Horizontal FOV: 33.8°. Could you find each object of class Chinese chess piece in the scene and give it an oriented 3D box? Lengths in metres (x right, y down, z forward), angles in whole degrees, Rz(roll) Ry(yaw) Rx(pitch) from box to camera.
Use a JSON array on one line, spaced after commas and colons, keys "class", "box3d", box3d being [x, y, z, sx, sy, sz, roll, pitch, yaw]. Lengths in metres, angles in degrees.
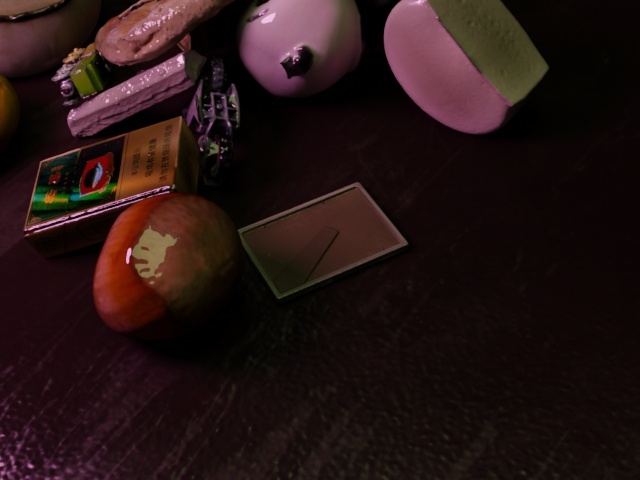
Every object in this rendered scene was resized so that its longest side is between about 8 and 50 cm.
[{"class": "Chinese chess piece", "box3d": [-0.558, -0.441, 1.832, 0.349, 0.146, 0.349, 5, 52, -6]}]

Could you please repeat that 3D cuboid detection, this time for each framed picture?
[{"class": "framed picture", "box3d": [0.000, 0.000, 1.474, 0.203, 0.015, 0.150, -23, 48, -16]}]

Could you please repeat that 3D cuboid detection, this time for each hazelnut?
[{"class": "hazelnut", "box3d": [-0.204, 0.032, 1.360, 0.214, 0.176, 0.214, -25, 19, 9]}]

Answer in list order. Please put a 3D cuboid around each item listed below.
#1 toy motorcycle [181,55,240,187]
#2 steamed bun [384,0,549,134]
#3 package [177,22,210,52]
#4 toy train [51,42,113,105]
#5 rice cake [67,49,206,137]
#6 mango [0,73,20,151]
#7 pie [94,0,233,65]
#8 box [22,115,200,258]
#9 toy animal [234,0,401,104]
[{"class": "toy motorcycle", "box3d": [-0.171, -0.175, 1.607, 0.080, 0.122, 0.215, 5, 57, -21]}, {"class": "steamed bun", "box3d": [0.208, -0.279, 1.599, 0.242, 0.164, 0.146, 49, 56, -7]}, {"class": "package", "box3d": [-0.242, -0.383, 1.837, 0.047, 0.071, 0.131, -28, 51, -16]}, {"class": "toy train", "box3d": [-0.379, -0.276, 1.714, 0.081, 0.060, 0.202, -20, 24, 7]}, {"class": "rice cake", "box3d": [-0.288, -0.228, 1.634, 0.256, 0.052, 0.057, -20, 26, 28]}, {"class": "mango", "box3d": [-0.573, -0.164, 1.624, 0.167, 0.130, 0.262, 25, 59, 21]}, {"class": "pie", "box3d": [-0.203, -0.383, 1.658, 0.337, 0.075, 0.337, -27, 23, 13]}, {"class": "box", "box3d": [-0.295, -0.074, 1.504, 0.240, 0.071, 0.159, -16, 46, 13]}, {"class": "toy animal", "box3d": [0.008, -0.357, 1.676, 0.251, 0.251, 0.310, 34, 67, 33]}]
